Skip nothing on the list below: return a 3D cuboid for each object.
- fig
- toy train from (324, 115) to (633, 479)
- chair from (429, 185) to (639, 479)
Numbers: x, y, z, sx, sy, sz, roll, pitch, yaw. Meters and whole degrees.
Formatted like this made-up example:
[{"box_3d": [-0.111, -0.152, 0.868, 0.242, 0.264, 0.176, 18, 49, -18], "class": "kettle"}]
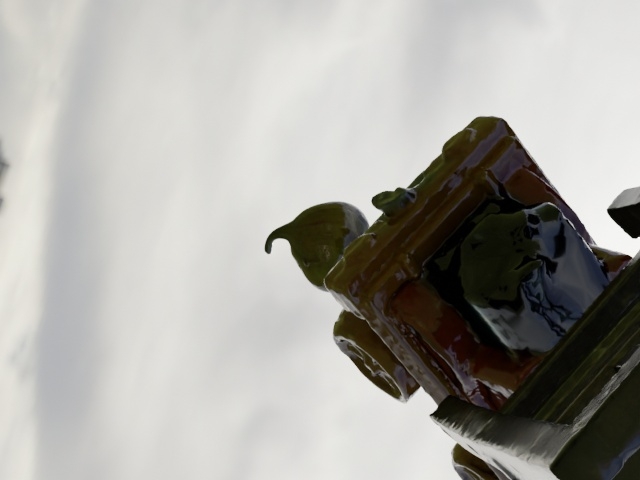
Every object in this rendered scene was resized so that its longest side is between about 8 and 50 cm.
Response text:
[{"box_3d": [0.000, 0.000, 1.511, 0.084, 0.098, 0.082, 112, -4, -52], "class": "fig"}, {"box_3d": [0.170, 0.098, 1.039, 0.163, 0.369, 0.231, -47, -154, -15], "class": "toy train"}, {"box_3d": [0.211, 0.098, 0.699, 0.203, 0.240, 0.416, -47, 179, -3], "class": "chair"}]
